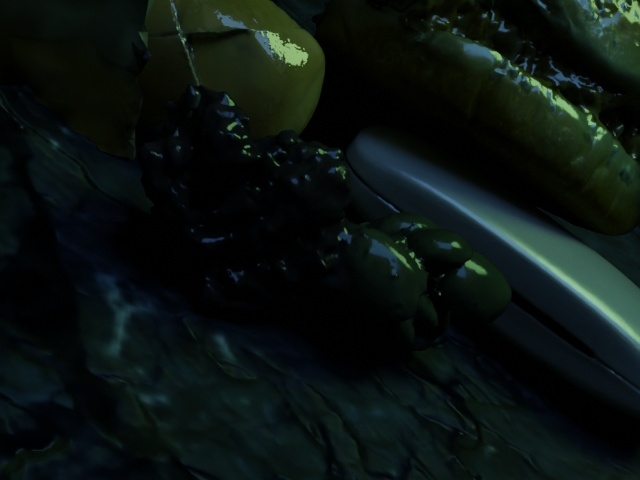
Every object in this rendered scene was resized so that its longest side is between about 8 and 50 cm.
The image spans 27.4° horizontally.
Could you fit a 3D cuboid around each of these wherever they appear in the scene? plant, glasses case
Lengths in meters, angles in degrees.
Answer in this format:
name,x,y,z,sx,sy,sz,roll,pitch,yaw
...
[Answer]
name,x,y,z,sx,sy,sz,roll,pitch,yaw
plant,0.000,0.000,0.534,0.174,0.085,0.087,28,53,-24
glasses case,0.096,0.014,0.631,0.204,0.051,0.081,38,20,7

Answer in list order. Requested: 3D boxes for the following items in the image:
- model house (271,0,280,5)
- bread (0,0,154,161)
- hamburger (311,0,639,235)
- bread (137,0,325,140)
name,x,y,z,sx,sy,sz,roll,pitch,yaw
model house,-0.030,-0.236,0.649,0.194,0.211,0.170,53,7,-34
bread,-0.202,-0.200,0.432,0.279,0.248,0.315,9,25,-31
hamburger,0.104,-0.092,0.686,0.215,0.122,0.189,34,-2,-8
bread,-0.055,-0.082,0.579,0.115,0.082,0.056,38,-6,-4
